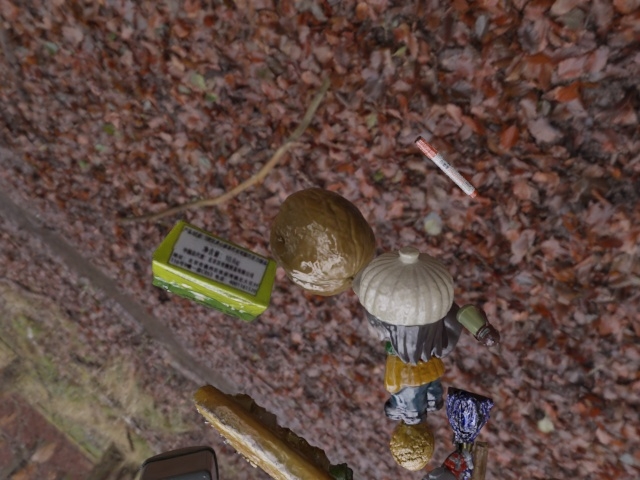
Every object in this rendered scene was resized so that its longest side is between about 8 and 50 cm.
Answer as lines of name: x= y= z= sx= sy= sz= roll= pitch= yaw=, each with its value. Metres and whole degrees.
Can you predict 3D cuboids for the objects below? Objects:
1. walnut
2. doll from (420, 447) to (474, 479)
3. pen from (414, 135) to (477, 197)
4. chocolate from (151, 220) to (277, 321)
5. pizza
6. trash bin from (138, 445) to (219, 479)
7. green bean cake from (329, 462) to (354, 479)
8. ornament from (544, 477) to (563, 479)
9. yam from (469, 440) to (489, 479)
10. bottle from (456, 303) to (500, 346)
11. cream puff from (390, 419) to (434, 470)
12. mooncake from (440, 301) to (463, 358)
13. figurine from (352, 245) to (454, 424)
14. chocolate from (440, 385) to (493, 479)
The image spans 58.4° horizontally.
walnut: x=0.000 y=0.000 z=1.662 sx=0.332 sy=0.333 sz=0.333 roll=28 pitch=147 yaw=20
doll: x=0.267 y=0.521 z=1.236 sx=0.079 sy=0.180 sz=0.094 roll=16 pitch=130 yaw=51
pen: x=0.330 y=-0.190 z=1.492 sx=0.239 sy=0.028 sz=0.028 roll=38 pitch=153 yaw=-25
chocolate: x=-0.272 y=0.087 z=1.471 sx=0.300 sy=0.137 sz=0.289 roll=23 pitch=161 yaw=-9
pizza: x=-0.070 y=0.352 z=0.962 sx=0.323 sy=0.089 sz=0.223 roll=36 pitch=156 yaw=7
trash bin: x=-0.320 y=0.544 z=1.291 sx=0.236 sy=0.176 sz=0.101 roll=146 pitch=116 yaw=-78
green bean cake: x=0.027 y=0.743 z=1.427 sx=0.218 sy=0.335 sz=0.319 roll=-12 pitch=143 yaw=13
ornament: x=0.445 y=0.461 z=0.899 sx=0.230 sy=0.245 sz=0.061 roll=19 pitch=175 yaw=44
yam: x=0.543 y=0.818 z=1.983 sx=0.056 sy=0.241 sz=0.057 roll=14 pitch=166 yaw=4
bottle: x=0.325 y=0.176 z=1.164 sx=0.101 sy=0.047 sz=0.063 roll=49 pitch=171 yaw=43
cream puff: x=0.327 y=0.730 z=2.075 sx=0.129 sy=0.189 sz=0.189 roll=29 pitch=157 yaw=-28
mooncake: x=0.406 y=0.314 z=2.077 sx=0.133 sy=0.245 sz=0.245 roll=37 pitch=152 yaw=-19
figurine: x=0.178 y=0.176 z=1.086 sx=0.204 sy=0.185 sz=0.333 roll=-17 pitch=93 yaw=49
chocolate: x=0.385 y=0.579 z=1.578 sx=0.126 sy=0.344 sz=0.148 roll=11 pitch=177 yaw=8
